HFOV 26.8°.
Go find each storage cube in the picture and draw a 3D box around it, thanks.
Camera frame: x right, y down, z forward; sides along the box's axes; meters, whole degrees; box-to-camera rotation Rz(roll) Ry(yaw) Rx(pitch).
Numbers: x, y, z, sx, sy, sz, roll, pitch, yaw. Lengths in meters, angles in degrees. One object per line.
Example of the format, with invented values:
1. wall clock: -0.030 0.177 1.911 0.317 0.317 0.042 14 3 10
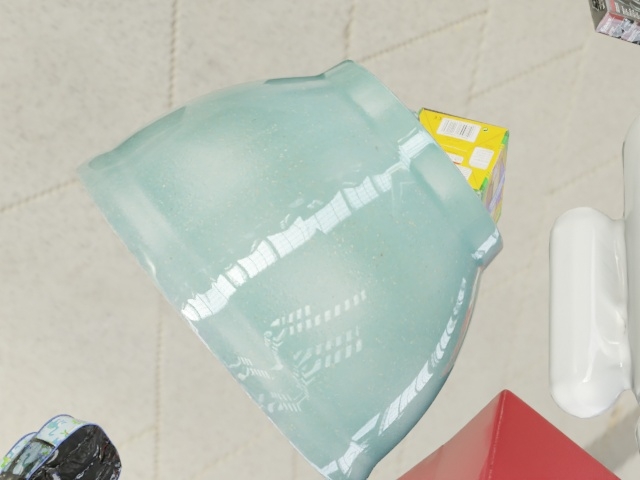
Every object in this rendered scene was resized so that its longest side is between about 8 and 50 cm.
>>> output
1. storage cube: 0.158 0.282 1.160 0.184 0.215 0.193 -47 -171 32

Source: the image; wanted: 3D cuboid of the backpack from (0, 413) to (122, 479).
1. backpack: -0.269 0.237 1.371 0.114 0.084 0.105 -48 131 -34

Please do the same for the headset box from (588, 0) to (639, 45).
1. headset box: 0.337 -0.253 1.493 0.083 0.062 0.032 15 135 -15

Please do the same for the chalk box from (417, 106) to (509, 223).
1. chalk box: 0.171 -0.050 1.827 0.213 0.132 0.132 88 25 -46

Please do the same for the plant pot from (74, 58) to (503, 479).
1. plant pot: 0.000 0.000 0.927 0.196 0.293 0.293 -40 146 -1

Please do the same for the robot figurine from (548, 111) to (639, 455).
1. robot figurine: 0.278 0.032 0.765 0.200 0.299 0.354 42 47 -58
